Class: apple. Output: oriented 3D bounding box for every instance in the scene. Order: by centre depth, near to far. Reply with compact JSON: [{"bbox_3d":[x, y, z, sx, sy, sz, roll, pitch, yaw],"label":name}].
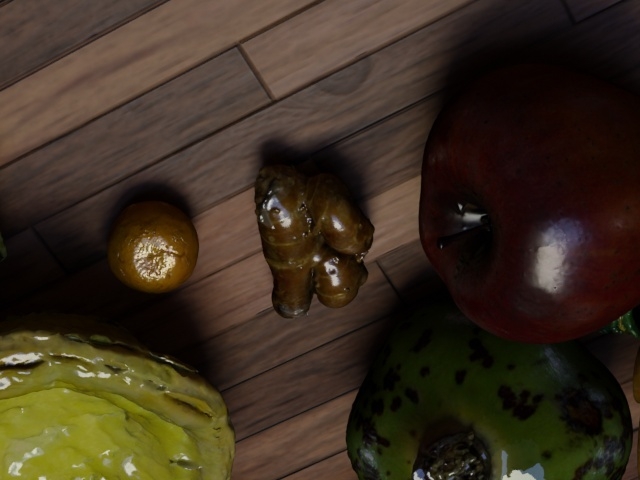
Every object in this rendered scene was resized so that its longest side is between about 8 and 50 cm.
[{"bbox_3d":[0.191,-0.027,1.214,0.234,0.234,0.234,-1,124,-2],"label":"apple"}]

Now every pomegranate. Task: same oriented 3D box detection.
[{"bbox_3d":[0.144,0.174,1.313,0.254,0.270,0.254,3,100,15],"label":"pomegranate"}]

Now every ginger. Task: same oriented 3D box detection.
[{"bbox_3d":[0.000,0.000,1.302,0.103,0.073,0.162,3,131,11],"label":"ginger"}]

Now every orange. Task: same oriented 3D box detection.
[{"bbox_3d":[-0.145,0.006,1.297,0.083,0.070,0.083,-1,111,-2],"label":"orange"}]

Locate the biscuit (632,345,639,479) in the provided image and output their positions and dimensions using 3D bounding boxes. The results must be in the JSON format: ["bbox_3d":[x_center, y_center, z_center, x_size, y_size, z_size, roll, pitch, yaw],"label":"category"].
[{"bbox_3d":[0.315,0.120,1.334,0.039,0.180,0.236,7,110,24],"label":"biscuit"}]

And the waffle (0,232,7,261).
[{"bbox_3d":[-0.411,-0.028,1.262,0.297,0.073,0.317,8,130,-1],"label":"waffle"}]

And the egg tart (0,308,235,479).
[{"bbox_3d":[-0.247,0.165,1.331,0.345,0.132,0.345,-8,140,-7],"label":"egg tart"}]

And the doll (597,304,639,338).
[{"bbox_3d":[0.245,0.065,1.353,0.113,0.077,0.078,-20,131,12],"label":"doll"}]
